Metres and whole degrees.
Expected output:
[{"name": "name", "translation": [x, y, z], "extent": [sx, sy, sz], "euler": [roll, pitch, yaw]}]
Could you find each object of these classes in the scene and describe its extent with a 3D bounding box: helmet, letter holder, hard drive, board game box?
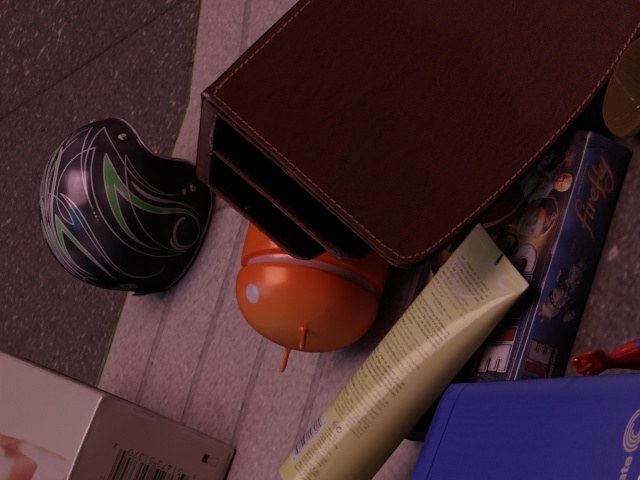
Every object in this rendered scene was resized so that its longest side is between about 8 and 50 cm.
[{"name": "helmet", "translation": [-0.212, -0.036, 1.910], "extent": [0.169, 0.161, 0.169], "euler": [-38, 39, 39]}, {"name": "letter holder", "translation": [0.083, -0.112, 1.432], "extent": [0.302, 0.214, 0.152], "euler": [-46, -10, -19]}, {"name": "hard drive", "translation": [0.117, 0.183, 1.103], "extent": [0.210, 0.040, 0.319], "euler": [-69, 15, -12]}, {"name": "board game box", "translation": [0.135, 0.038, 1.405], "extent": [0.165, 0.042, 0.243], "euler": [0, 68, 59]}]

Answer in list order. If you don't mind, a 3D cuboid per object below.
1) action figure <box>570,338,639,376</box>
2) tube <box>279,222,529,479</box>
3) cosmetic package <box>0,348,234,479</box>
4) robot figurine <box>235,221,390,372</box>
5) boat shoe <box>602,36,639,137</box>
[{"name": "action figure", "translation": [0.208, 0.107, 1.144], "extent": [0.091, 0.139, 0.280], "euler": [-17, 52, 52]}, {"name": "tube", "translation": [0.064, 0.102, 1.379], "extent": [0.070, 0.062, 0.240], "euler": [41, 103, 15]}, {"name": "cosmetic package", "translation": [-0.226, 0.204, 1.766], "extent": [0.296, 0.153, 0.129], "euler": [11, 77, 62]}, {"name": "robot figurine", "translation": [0.000, -0.001, 1.568], "extent": [0.158, 0.128, 0.219], "euler": [-1, 66, 35]}, {"name": "boat shoe", "translation": [0.260, -0.138, 1.339], "extent": [0.056, 0.048, 0.153], "euler": [49, 119, 46]}]
